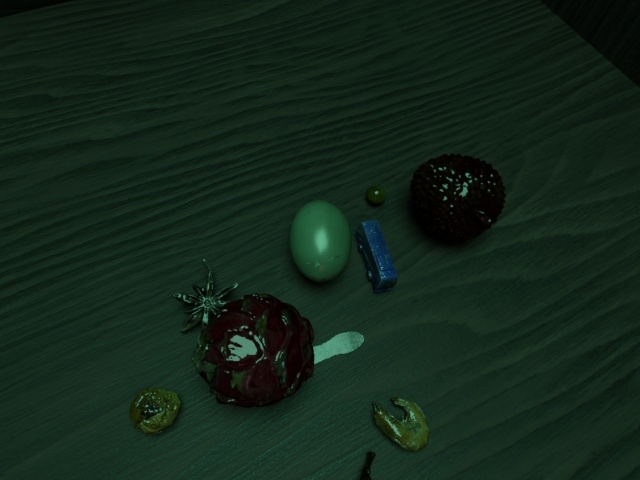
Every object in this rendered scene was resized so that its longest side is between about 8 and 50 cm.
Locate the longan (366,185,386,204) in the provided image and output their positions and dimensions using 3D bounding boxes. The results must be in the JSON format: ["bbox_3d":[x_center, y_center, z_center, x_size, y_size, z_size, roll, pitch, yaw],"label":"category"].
[{"bbox_3d":[0.205,-0.166,1.657,0.075,0.075,0.083,37,24,13],"label":"longan"}]

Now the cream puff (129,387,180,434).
[{"bbox_3d":[-0.450,0.460,1.239,0.133,0.104,0.119,-13,58,-13],"label":"cream puff"}]

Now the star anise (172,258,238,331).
[{"bbox_3d":[-0.344,0.182,1.400,0.209,0.089,0.231,22,68,-8],"label":"star anise"}]

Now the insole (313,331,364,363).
[{"bbox_3d":[0.044,0.331,1.408,0.194,0.006,0.065,-19,66,-15],"label":"insole"}]

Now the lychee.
[{"bbox_3d":[0.462,-0.149,1.552,0.306,0.305,0.330,-19,38,-15],"label":"lychee"}]

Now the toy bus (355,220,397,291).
[{"bbox_3d":[0.184,0.049,1.520,0.079,0.094,0.236,-11,64,-12],"label":"toy bus"}]

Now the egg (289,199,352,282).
[{"bbox_3d":[0.000,0.000,1.466,0.203,0.202,0.282,1,59,-5],"label":"egg"}]

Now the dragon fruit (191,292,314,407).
[{"bbox_3d":[-0.172,0.297,1.240,0.330,0.329,0.328,2,62,-5],"label":"dragon fruit"}]

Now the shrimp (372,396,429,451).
[{"bbox_3d":[0.230,0.520,1.312,0.188,0.051,0.132,36,46,7],"label":"shrimp"}]

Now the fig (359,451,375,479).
[{"bbox_3d":[0.136,0.687,1.168,0.170,0.145,0.274,3,49,-6],"label":"fig"}]
